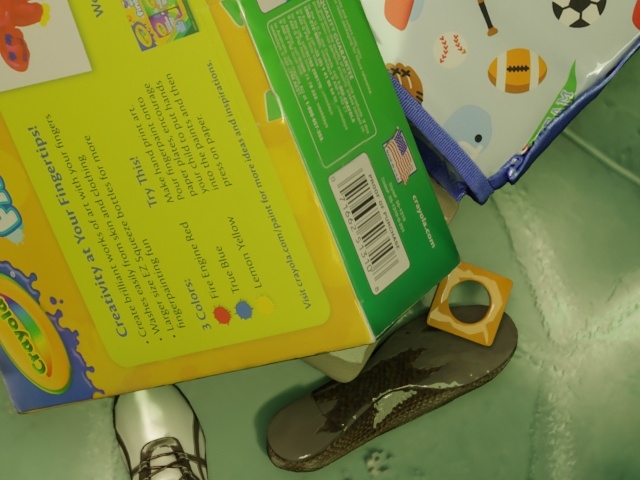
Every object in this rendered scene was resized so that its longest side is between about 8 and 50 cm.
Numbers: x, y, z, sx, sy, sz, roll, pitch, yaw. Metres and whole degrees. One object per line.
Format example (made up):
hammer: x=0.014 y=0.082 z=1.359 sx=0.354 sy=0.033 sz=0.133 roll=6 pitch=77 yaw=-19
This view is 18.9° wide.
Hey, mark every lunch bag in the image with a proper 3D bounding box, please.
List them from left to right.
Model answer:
lunch bag: x=0.105 y=-0.266 z=1.604 sx=0.385 sy=0.239 sz=0.328 roll=43 pitch=87 yaw=2

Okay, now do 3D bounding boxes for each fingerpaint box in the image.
fingerpaint box: x=-0.148 y=-0.119 z=1.485 sx=0.371 sy=0.163 sz=0.445 roll=-15 pitch=103 yaw=35

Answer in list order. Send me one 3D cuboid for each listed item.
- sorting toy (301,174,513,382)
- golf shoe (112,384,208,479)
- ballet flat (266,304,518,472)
sorting toy: x=0.000 y=0.000 z=1.686 sx=0.347 sy=0.047 sz=0.196 roll=32 pitch=86 yaw=-5
golf shoe: x=-0.127 y=0.207 z=1.655 sx=0.077 sy=0.094 sz=0.198 roll=-17 pitch=93 yaw=-7
ballet flat: x=0.064 y=0.135 z=1.706 sx=0.250 sy=0.058 sz=0.084 roll=-29 pitch=61 yaw=-12
